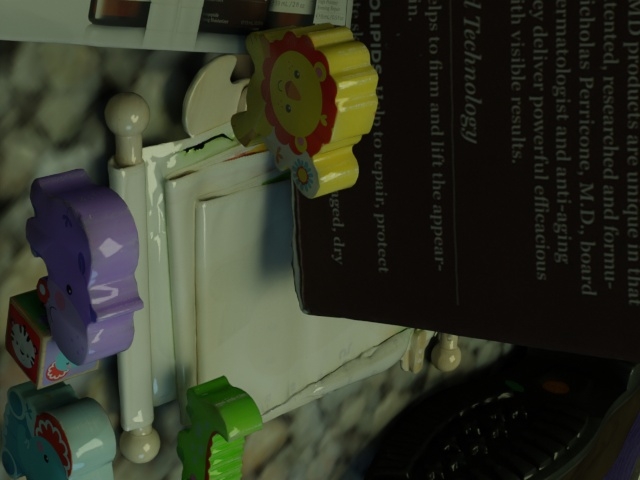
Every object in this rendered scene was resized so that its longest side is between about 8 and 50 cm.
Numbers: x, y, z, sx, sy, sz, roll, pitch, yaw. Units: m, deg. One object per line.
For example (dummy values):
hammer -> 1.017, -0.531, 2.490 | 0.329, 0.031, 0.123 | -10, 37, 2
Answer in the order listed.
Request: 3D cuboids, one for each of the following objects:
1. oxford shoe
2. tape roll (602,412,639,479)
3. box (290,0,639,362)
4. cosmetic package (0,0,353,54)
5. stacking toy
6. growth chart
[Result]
oxford shoe -> 0.106, 0.115, 0.711 | 0.227, 0.083, 0.096 | -24, 128, -41
tape roll -> 0.279, 0.169, 0.784 | 0.090, 0.275, 0.274 | 18, 93, -51
box -> 0.114, -0.056, 0.516 | 0.168, 0.203, 0.167 | -14, 105, -50
cosmetic package -> -0.083, -0.106, 0.391 | 0.239, 0.060, 0.098 | -6, 104, -48
stacking toy -> -0.076, 0.042, 0.429 | 0.167, 0.052, 0.221 | -19, 138, -36
growth chart -> 0.000, 0.000, 0.578 | 0.237, 0.021, 0.172 | -12, 115, -47
